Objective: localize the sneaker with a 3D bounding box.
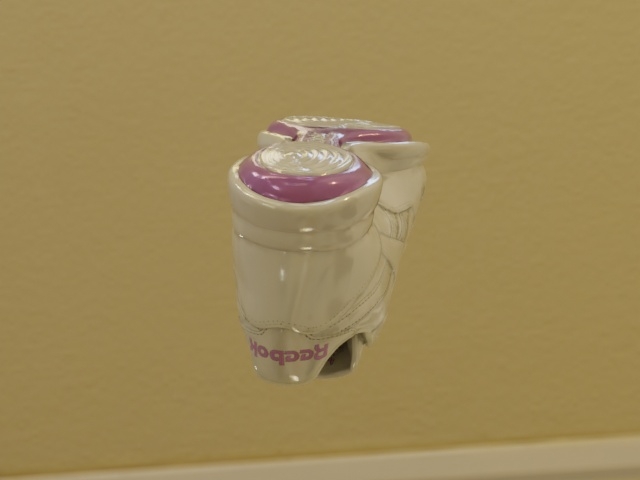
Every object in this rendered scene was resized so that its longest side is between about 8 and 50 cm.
[{"bbox_3d":[0.000,0.000,0.880,0.305,0.114,0.152,-43,137,-71],"label":"sneaker"}]
